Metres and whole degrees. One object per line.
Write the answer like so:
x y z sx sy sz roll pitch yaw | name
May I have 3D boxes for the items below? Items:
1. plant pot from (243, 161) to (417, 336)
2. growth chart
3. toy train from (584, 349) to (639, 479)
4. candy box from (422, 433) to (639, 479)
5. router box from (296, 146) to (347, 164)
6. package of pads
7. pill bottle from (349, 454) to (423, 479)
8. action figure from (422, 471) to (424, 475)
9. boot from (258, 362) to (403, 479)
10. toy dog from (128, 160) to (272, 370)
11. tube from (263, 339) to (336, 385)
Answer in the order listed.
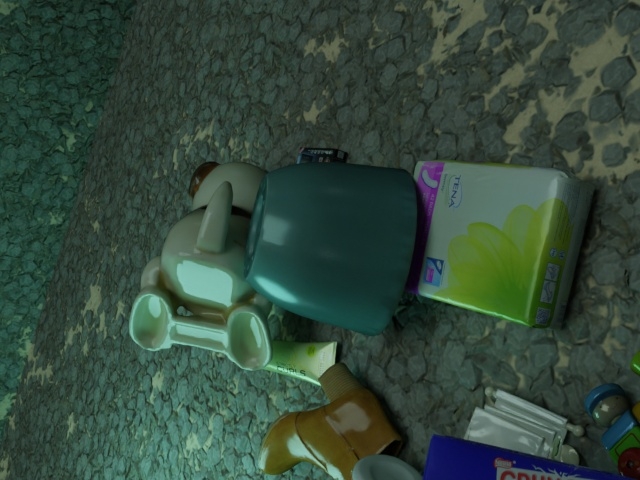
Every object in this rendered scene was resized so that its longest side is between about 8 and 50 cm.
0.000 0.000 1.194 0.293 0.235 0.293 -170 90 -78 | plant pot
0.265 0.334 1.013 0.172 0.021 0.237 30 103 35 | growth chart
0.430 0.175 0.835 0.248 0.105 0.143 -57 30 22 | toy train
0.220 0.397 0.743 0.268 0.122 0.317 10 66 14 | candy box
-0.004 -0.146 1.479 0.122 0.038 0.092 10 88 51 | router box
0.255 -0.007 1.084 0.296 0.101 0.229 14 92 50 | package of pads
0.084 0.466 1.121 0.121 0.121 0.221 36 117 49 | pill bottle
0.207 0.367 1.090 0.115 0.030 0.038 -28 56 40 | action figure
0.010 0.386 1.259 0.295 0.104 0.211 -54 44 19 | boot
-0.209 -0.004 1.451 0.408 0.284 0.396 -77 -12 -53 | toy dog
-0.058 0.238 1.421 0.240 0.062 0.070 1 125 44 | tube
